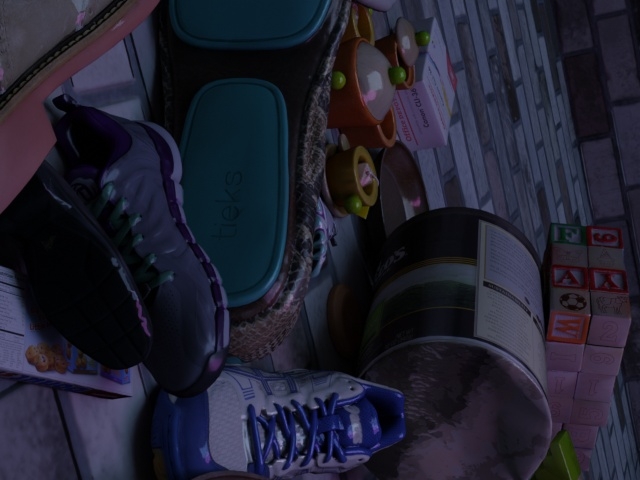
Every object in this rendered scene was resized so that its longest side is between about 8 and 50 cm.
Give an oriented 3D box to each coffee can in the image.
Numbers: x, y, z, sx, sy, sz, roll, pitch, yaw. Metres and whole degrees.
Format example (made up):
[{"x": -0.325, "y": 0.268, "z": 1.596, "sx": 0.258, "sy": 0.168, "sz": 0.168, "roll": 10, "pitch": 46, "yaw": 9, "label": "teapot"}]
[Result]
[{"x": 0.143, "y": 0.114, "z": 1.138, "sx": 0.275, "sy": 0.201, "sz": 0.201, "roll": -73, "pitch": 147, "yaw": -60, "label": "coffee can"}]

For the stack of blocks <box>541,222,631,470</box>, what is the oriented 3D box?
[{"x": 0.306, "y": 0.149, "z": 1.298, "sx": 0.171, "sy": 0.087, "sz": 0.297, "roll": -75, "pitch": 169, "yaw": -52, "label": "stack of blocks"}]

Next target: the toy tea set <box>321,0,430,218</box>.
[{"x": 0.070, "y": -0.187, "z": 1.226, "sx": 0.336, "sy": 0.124, "sz": 0.200, "roll": -72, "pitch": 145, "yaw": -47, "label": "toy tea set"}]

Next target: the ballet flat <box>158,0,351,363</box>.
[{"x": -0.058, "y": -0.125, "z": 0.909, "sx": 0.182, "sy": 0.164, "sz": 0.482, "roll": 82, "pitch": 12, "yaw": -69, "label": "ballet flat"}]

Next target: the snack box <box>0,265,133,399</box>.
[{"x": -0.178, "y": 0.060, "z": 0.680, "sx": 0.178, "sy": 0.022, "sz": 0.064, "roll": 31, "pitch": 51, "yaw": -61, "label": "snack box"}]

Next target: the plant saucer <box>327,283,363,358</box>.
[{"x": 0.030, "y": 0.089, "z": 1.169, "sx": 0.083, "sy": 0.013, "sz": 0.083, "roll": -9, "pitch": 90, "yaw": -67, "label": "plant saucer"}]

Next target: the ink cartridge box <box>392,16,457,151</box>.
[{"x": 0.135, "y": -0.203, "z": 1.458, "sx": 0.198, "sy": 0.067, "sz": 0.115, "roll": -75, "pitch": 147, "yaw": -44, "label": "ink cartridge box"}]

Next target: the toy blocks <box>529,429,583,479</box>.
[{"x": 0.187, "y": 0.421, "z": 1.128, "sx": 0.191, "sy": 0.261, "sz": 0.381, "roll": -19, "pitch": 92, "yaw": -65, "label": "toy blocks"}]

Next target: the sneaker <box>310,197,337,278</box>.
[{"x": 0.000, "y": 0.000, "z": 1.101, "sx": 0.069, "sy": 0.038, "sz": 0.098, "roll": 38, "pitch": 48, "yaw": -57, "label": "sneaker"}]

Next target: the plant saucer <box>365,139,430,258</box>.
[{"x": 0.097, "y": -0.028, "z": 1.344, "sx": 0.198, "sy": 0.036, "sz": 0.198, "roll": -10, "pitch": 90, "yaw": -66, "label": "plant saucer"}]

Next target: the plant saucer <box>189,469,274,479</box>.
[{"x": -0.019, "y": 0.302, "z": 0.703, "sx": 0.310, "sy": 0.050, "sz": 0.310, "roll": 44, "pitch": 23, "yaw": -23, "label": "plant saucer"}]

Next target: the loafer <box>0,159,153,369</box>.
[{"x": -0.157, "y": 0.003, "z": 0.664, "sx": 0.170, "sy": 0.062, "sz": 0.061, "roll": 59, "pitch": 10, "yaw": -8, "label": "loafer"}]

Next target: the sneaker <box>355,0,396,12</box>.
[{"x": 0.027, "y": -0.333, "z": 1.151, "sx": 0.107, "sy": 0.110, "sz": 0.275, "roll": 53, "pitch": 28, "yaw": 18, "label": "sneaker"}]

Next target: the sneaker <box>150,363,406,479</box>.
[{"x": -0.023, "y": 0.147, "z": 0.876, "sx": 0.296, "sy": 0.131, "sz": 0.112, "roll": 1, "pitch": 82, "yaw": -65, "label": "sneaker"}]

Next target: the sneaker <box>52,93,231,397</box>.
[{"x": -0.134, "y": 0.003, "z": 0.716, "sx": 0.098, "sy": 0.083, "sz": 0.223, "roll": 25, "pitch": 36, "yaw": -51, "label": "sneaker"}]

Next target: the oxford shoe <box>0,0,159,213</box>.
[{"x": -0.191, "y": -0.150, "z": 0.591, "sx": 0.146, "sy": 0.140, "sz": 0.397, "roll": 56, "pitch": 31, "yaw": -32, "label": "oxford shoe"}]
